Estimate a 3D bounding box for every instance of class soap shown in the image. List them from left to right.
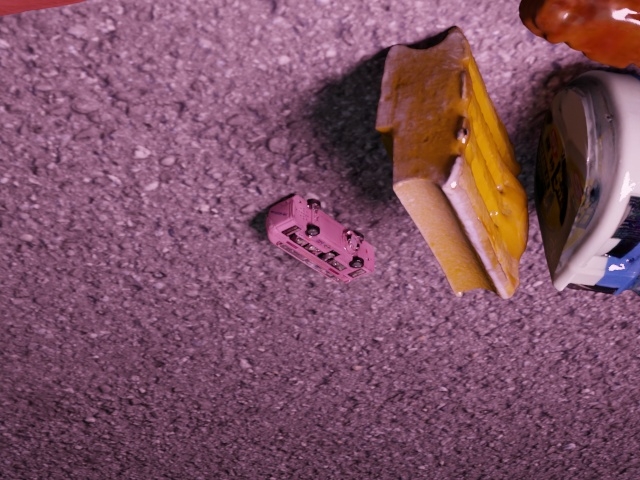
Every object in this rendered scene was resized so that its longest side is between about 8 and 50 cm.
[{"bbox_3d":[0.181,-0.091,1.335,0.143,0.259,0.281,-9,143,19],"label":"soap"}]

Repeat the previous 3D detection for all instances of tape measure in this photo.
[{"bbox_3d":[0.379,-0.089,1.345,0.138,0.259,0.262,0,145,-8],"label":"tape measure"}]

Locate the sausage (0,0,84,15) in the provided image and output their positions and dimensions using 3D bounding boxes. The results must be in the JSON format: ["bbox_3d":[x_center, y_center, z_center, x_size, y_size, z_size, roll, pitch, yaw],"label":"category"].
[{"bbox_3d":[-0.322,-0.315,1.055,0.280,0.152,0.152,-6,146,3],"label":"sausage"}]

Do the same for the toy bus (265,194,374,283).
[{"bbox_3d":[0.000,0.000,1.624,0.090,0.063,0.203,-25,138,34],"label":"toy bus"}]

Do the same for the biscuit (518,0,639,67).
[{"bbox_3d":[0.434,-0.338,1.045,0.343,0.166,0.395,13,146,-16],"label":"biscuit"}]
